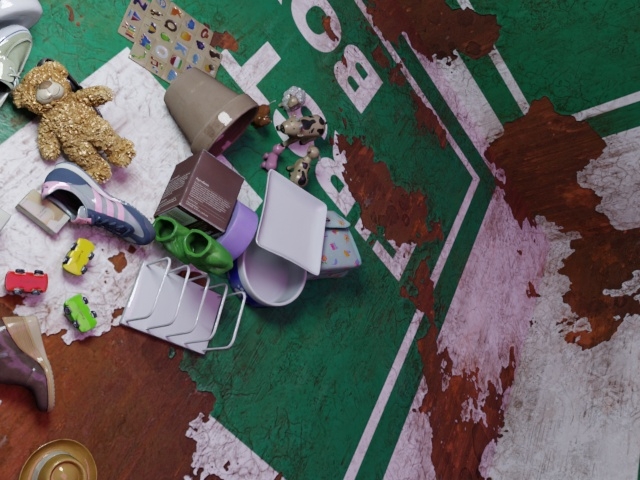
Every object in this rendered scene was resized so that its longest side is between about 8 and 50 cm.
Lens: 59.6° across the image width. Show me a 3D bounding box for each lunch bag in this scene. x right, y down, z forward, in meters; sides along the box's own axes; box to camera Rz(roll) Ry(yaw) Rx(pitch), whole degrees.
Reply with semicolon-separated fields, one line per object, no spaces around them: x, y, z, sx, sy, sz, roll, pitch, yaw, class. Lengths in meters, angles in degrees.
0.000;0.000;2.026;0.223;0.160;0.262;-1;67;-39;lunch bag

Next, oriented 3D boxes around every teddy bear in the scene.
-0.646;-0.305;1.477;0.245;0.113;0.338;-19;112;-3;teddy bear

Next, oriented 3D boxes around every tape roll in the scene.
-0.285;-0.031;1.738;0.080;0.189;0.189;34;58;-32;tape roll

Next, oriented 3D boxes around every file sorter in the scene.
-0.384;0.187;1.600;0.278;0.173;0.192;31;59;-34;file sorter

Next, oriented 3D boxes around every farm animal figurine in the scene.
-0.086;-0.377;2.027;0.327;0.172;0.330;-41;108;-42;farm animal figurine

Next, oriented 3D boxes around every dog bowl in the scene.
-0.178;0.091;1.863;0.265;0.104;0.264;12;72;-40;dog bowl

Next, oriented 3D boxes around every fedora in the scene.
-0.617;0.579;1.341;0.194;0.079;0.194;12;72;-41;fedora

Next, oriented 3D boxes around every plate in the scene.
-0.096;-0.052;1.820;0.278;0.045;0.277;30;55;-38;plate

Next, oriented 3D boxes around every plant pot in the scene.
-0.361;-0.408;1.750;0.229;0.263;0.263;44;51;-5;plant pot

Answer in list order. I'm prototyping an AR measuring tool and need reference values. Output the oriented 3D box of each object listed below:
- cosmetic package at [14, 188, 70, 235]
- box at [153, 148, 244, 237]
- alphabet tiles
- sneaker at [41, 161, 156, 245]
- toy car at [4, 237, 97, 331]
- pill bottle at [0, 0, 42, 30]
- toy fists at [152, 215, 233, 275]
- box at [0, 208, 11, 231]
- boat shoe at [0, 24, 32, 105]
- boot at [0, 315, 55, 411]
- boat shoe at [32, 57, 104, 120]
-0.717;-0.072;1.443;0.115;0.041;0.060;44;53;-26;cosmetic package
-0.367;-0.131;1.699;0.167;0.168;0.203;35;58;-32;box
-0.483;-0.644;1.836;0.343;0.011;0.285;29;60;-35;alphabet tiles
-0.596;-0.065;1.493;0.319;0.112;0.131;38;36;-22;sneaker
-0.657;0.136;1.438;0.239;0.053;0.225;-35;104;-42;toy car
-0.856;-0.681;1.368;0.188;0.188;0.334;-39;106;-42;pill bottle
-0.364;0.023;1.598;0.142;0.279;0.096;41;72;-52;toy fists
-0.863;-0.090;1.263;0.275;0.113;0.094;38;57;-28;box
-0.796;-0.399;1.381;0.094;0.109;0.302;25;73;5;boat shoe
-0.749;0.309;1.305;0.207;0.090;0.248;-15;91;-32;boot
-0.685;-0.399;1.538;0.228;0.069;0.081;47;52;-24;boat shoe
